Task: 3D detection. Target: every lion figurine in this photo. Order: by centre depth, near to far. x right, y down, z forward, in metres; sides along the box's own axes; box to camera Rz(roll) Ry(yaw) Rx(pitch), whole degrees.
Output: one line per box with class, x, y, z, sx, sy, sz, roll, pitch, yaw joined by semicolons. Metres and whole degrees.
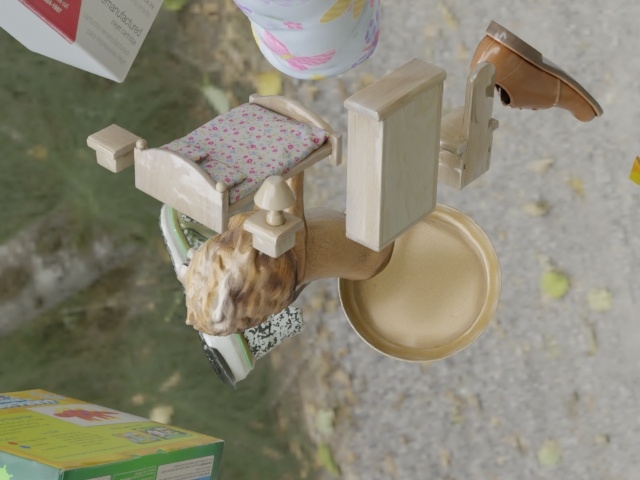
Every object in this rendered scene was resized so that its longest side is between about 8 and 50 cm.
lion figurine;0.000;0.000;1.908;0.142;0.392;0.240;23;112;54

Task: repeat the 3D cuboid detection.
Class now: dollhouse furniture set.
dollhouse furniture set;-0.030;-0.154;1.587;0.355;0.303;0.174;27;133;31

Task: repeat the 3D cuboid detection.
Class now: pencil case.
pencil case;-0.026;-0.216;1.132;0.124;0.273;0.113;24;84;15

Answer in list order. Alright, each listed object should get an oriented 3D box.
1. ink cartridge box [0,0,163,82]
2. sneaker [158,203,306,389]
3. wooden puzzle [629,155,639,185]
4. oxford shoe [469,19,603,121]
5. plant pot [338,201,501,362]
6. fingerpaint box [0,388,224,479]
ink cartridge box;-0.276;-0.430;1.756;0.160;0.279;0.384;22;82;26
sneaker;-0.128;0.053;2.243;0.410;0.182;0.158;-116;8;-46
wooden puzzle;0.410;-0.065;1.680;0.116;0.014;0.078;39;160;30
oxford shoe;0.251;-0.182;1.699;0.076;0.212;0.076;-57;37;10
plant pot;0.144;0.060;2.098;0.032;0.236;0.236;56;-161;-79
fingerpaint box;-0.420;0.352;2.171;0.371;0.445;0.163;12;93;24
